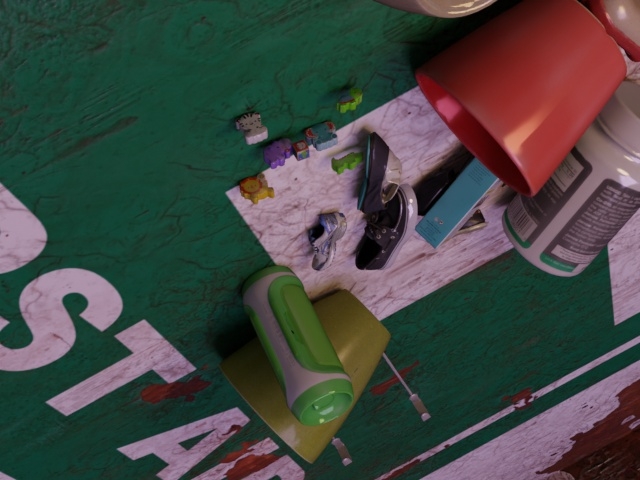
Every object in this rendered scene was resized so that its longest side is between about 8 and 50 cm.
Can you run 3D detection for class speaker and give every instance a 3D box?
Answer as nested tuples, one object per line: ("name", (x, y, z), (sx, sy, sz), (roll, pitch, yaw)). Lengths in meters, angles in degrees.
("speaker", (-0.046, 0.191, 1.774), (0.131, 0.296, 0.131), (-18, 144, -14))

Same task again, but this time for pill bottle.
("pill bottle", (0.529, -0.116, 1.855), (0.204, 0.204, 0.361), (2, 137, -36))

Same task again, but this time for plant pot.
("plant pot", (0.329, -0.247, 1.520), (0.243, 0.275, 0.275), (-42, 145, 1))
("plant pot", (-0.005, 0.249, 1.941), (0.293, 0.275, 0.275), (-43, 145, -4))

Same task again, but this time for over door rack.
("over door rack", (0.074, 0.341, 2.193), (0.239, 0.108, 0.324), (-31, 125, 3))

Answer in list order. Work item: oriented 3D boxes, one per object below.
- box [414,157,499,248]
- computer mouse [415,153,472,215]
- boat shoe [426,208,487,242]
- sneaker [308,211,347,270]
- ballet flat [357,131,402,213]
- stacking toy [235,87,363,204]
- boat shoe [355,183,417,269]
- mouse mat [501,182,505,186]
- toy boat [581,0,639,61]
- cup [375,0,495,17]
("box", (0.282, -0.097, 1.784), (0.244, 0.060, 0.100), (-51, 169, 20))
("computer mouse", (0.250, -0.141, 1.782), (0.242, 0.041, 0.071), (-49, 165, 17))
("boat shoe", (0.271, -0.028, 1.938), (0.133, 0.042, 0.049), (-18, 170, -12))
("sneaker", (0.000, 0.000, 1.789), (0.058, 0.052, 0.135), (4, 128, -23))
("ballet flat", (0.107, -0.117, 1.679), (0.074, 0.074, 0.203), (-17, 149, -15))
("stacking toy", (-0.032, -0.158, 1.559), (0.221, 0.052, 0.167), (-21, 147, -14))
("boat shoe", (0.116, -0.018, 1.819), (0.076, 0.080, 0.228), (-12, 150, -25))
("mouse mat", (0.404, -0.184, 1.771), (0.190, 0.007, 0.152), (-40, 163, -49))
("toy boat", (0.467, -0.374, 1.568), (0.151, 0.151, 0.231), (-15, 158, 39))
("cup", (0.137, -0.412, 1.179), (0.331, 0.237, 0.331), (-19, 145, -14))
